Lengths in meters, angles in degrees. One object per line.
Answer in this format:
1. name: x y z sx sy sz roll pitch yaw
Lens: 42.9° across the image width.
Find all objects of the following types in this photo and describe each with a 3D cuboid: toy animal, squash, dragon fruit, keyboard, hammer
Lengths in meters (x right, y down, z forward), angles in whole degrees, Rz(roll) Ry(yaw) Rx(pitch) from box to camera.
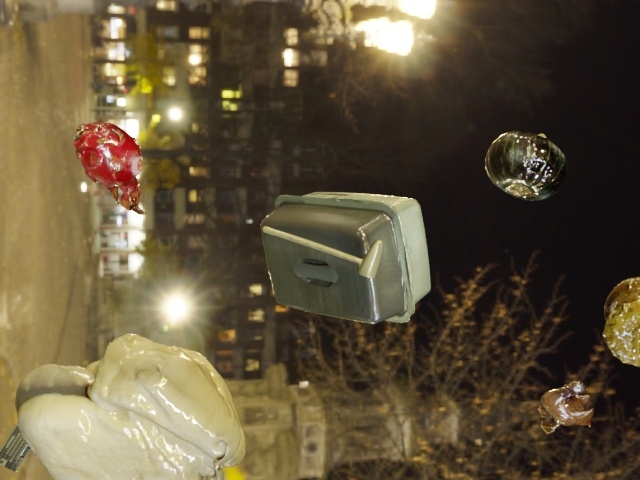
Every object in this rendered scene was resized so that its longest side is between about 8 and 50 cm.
1. toy animal: 0.661 0.433 2.129 0.179 0.188 0.089 -53 -155 36
2. squash: 0.487 -0.177 1.933 0.193 0.193 0.156 127 -36 -68
3. dragon fruit: -0.310 -0.110 1.272 0.094 0.094 0.190 -105 171 -45
4. keyboard: -0.577 0.394 1.548 0.129 0.049 0.015 -51 -155 29
5. hammer: 0.000 0.000 1.249 0.028 0.195 0.060 -21 129 -72

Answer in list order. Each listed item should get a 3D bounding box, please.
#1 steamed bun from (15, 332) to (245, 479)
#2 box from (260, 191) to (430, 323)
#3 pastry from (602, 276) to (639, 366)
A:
1. steamed bun: -0.312 0.299 1.402 0.230 0.372 0.325 -80 151 -58
2. box: 0.043 0.026 1.429 0.290 0.166 0.221 6 -65 41
3. pastry: 0.651 0.160 1.600 0.103 0.188 0.189 -70 171 -54
